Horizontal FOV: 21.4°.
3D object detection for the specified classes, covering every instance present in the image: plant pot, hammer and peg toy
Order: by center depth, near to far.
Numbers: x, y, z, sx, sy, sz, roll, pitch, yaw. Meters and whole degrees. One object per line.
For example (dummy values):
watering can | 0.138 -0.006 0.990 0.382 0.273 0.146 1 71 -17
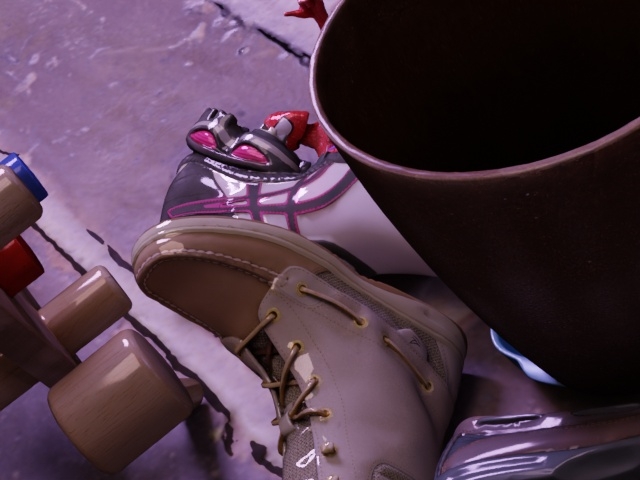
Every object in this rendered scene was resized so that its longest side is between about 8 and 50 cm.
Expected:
plant pot | 0.133 -0.029 0.884 0.215 0.230 0.215 -14 42 13
hammer and peg toy | -0.213 0.015 1.004 0.127 0.266 0.361 -38 71 -4

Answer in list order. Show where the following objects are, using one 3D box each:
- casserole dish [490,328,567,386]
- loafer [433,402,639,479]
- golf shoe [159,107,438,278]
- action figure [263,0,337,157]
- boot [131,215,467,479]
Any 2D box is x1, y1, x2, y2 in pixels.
casserole dish | 0.179 0.022 1.012 0.114 0.037 0.188 8 51 35
loafer | 0.184 0.108 0.875 0.267 0.096 0.084 -9 36 18
golf shoe | 0.000 0.000 1.105 0.273 0.105 0.120 15 72 46
action figure | 0.076 -0.120 1.146 0.280 0.139 0.091 -12 42 21
boot | -0.016 0.086 0.945 0.077 0.213 0.165 -48 25 44
